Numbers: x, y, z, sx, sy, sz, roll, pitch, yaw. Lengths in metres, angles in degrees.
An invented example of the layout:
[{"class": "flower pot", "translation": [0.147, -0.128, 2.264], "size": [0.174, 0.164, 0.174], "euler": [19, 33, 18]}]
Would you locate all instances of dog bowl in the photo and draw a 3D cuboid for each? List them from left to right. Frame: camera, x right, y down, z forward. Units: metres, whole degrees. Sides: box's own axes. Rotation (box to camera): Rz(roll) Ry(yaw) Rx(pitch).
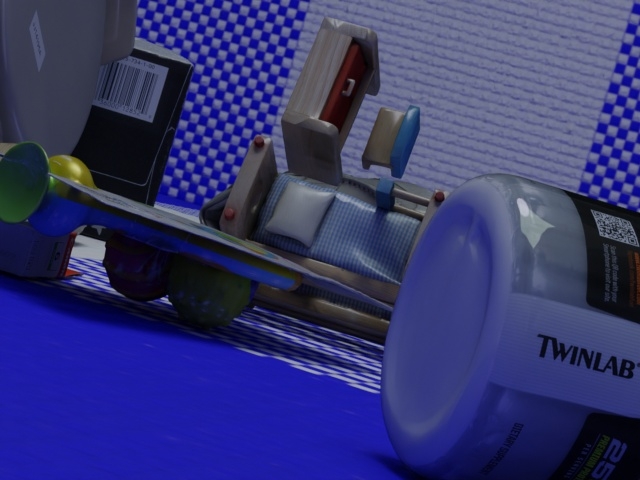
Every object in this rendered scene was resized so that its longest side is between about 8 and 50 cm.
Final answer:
[{"class": "dog bowl", "translation": [-0.215, -0.172, 1.334], "size": [0.102, 0.349, 0.349], "euler": [3, 0, 9]}]

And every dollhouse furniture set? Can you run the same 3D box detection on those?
[{"class": "dollhouse furniture set", "translation": [0.032, -0.046, 1.233], "size": [0.129, 0.184, 0.129], "euler": [17, -23, 11]}]

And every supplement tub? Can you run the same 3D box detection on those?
[{"class": "supplement tub", "translation": [0.128, 0.052, 0.727], "size": [0.190, 0.117, 0.117], "euler": [16, 2, -17]}]

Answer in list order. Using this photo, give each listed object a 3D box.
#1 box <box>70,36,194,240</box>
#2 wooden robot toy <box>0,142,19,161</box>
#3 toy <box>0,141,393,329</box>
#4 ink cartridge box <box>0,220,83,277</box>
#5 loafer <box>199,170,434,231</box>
[{"class": "box", "translation": [-0.247, -0.109, 1.571], "size": [0.247, 0.163, 0.142], "euler": [16, 4, -14]}, {"class": "wooden robot toy", "translation": [-0.268, -0.038, 1.177], "size": [0.173, 0.076, 0.079], "euler": [17, 37, 13]}, {"class": "toy", "translation": [-0.082, 0.010, 1.039], "size": [0.137, 0.056, 0.237], "euler": [23, -3, 42]}, {"class": "ink cartridge box", "translation": [-0.171, -0.001, 1.073], "size": [0.063, 0.029, 0.115], "euler": [17, 2, 10]}, {"class": "loafer", "translation": [0.000, 0.000, 1.519], "size": [0.111, 0.112, 0.319], "euler": [10, -3, -25]}]
